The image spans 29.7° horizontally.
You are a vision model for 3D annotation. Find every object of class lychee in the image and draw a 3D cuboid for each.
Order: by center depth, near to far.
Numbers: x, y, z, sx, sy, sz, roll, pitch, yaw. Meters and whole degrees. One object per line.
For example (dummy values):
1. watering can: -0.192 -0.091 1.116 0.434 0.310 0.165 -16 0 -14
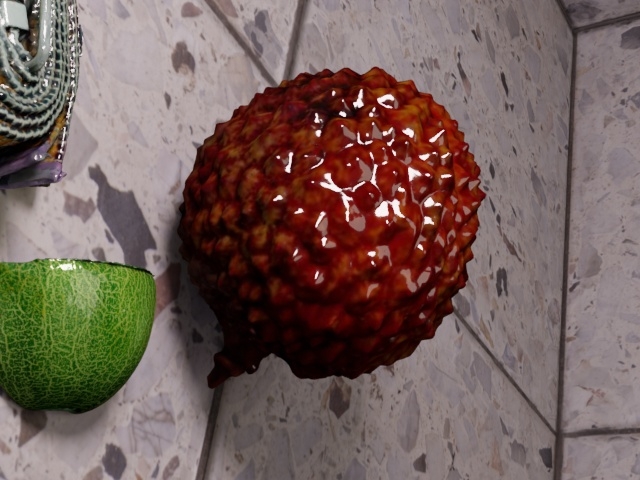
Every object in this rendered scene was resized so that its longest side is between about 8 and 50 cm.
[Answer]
1. lychee: 0.000 0.000 1.654 0.500 0.424 0.425 -53 146 6

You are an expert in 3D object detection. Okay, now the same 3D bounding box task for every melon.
1. melon: -0.270 0.114 1.404 0.265 0.129 0.169 16 70 -60

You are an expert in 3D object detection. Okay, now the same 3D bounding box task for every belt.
1. belt: -0.363 -0.216 1.308 0.207 0.161 0.295 30 54 -54

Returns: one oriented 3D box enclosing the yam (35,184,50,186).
1. yam: -0.338 -0.125 1.437 0.054 0.054 0.132 37 48 -51
